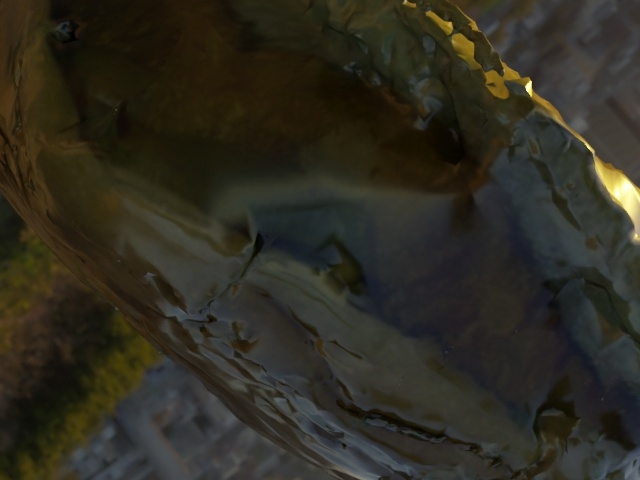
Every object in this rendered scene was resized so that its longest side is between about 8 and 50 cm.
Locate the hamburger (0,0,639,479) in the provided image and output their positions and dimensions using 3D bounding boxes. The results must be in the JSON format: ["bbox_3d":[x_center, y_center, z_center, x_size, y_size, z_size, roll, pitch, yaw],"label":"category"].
[{"bbox_3d":[-0.001,-0.001,0.493,0.134,0.265,0.285,-44,-157,-3],"label":"hamburger"}]
